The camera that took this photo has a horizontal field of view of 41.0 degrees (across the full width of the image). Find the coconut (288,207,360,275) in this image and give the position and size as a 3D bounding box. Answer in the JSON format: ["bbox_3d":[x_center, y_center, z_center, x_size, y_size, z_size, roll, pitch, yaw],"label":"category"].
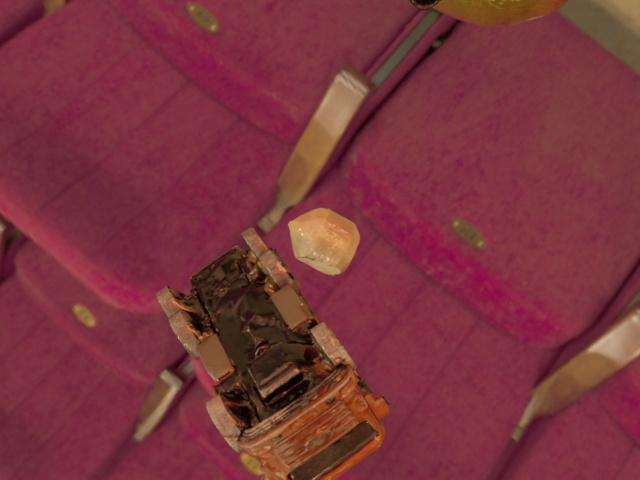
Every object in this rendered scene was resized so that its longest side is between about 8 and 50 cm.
[{"bbox_3d":[0.000,0.000,1.458,0.124,0.110,0.110,25,139,-6],"label":"coconut"}]

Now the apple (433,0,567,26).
[{"bbox_3d":[0.278,-0.517,1.370,0.338,0.305,0.338,-1,87,16],"label":"apple"}]

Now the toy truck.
[{"bbox_3d":[-0.032,0.068,0.530,0.092,0.083,0.192,58,175,-35],"label":"toy truck"}]

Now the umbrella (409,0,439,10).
[{"bbox_3d":[0.039,-0.235,0.508,0.080,0.071,0.224,87,167,-55],"label":"umbrella"}]
